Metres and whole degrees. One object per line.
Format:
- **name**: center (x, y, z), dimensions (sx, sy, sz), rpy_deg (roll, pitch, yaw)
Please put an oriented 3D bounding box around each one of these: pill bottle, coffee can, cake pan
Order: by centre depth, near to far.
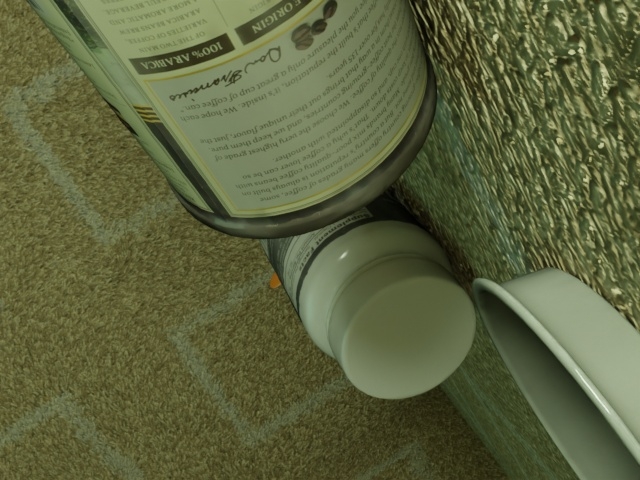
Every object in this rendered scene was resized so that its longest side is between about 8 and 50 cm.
- **coffee can**: center (-0.060, -0.158, 0.460), dimensions (0.202, 0.201, 0.275), rpy_deg (57, 178, 38)
- **cake pan**: center (0.214, 0.138, 0.585), dimensions (0.293, 0.054, 0.293), rpy_deg (57, 179, 2)
- **pill bottle**: center (0.051, 0.037, 1.078), dimensions (0.204, 0.204, 0.361), rpy_deg (58, 179, -33)

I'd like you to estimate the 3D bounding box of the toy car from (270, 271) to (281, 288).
- **toy car**: center (0.000, 0.000, 1.445), dimensions (0.219, 0.238, 0.210), rpy_deg (58, 179, -29)
